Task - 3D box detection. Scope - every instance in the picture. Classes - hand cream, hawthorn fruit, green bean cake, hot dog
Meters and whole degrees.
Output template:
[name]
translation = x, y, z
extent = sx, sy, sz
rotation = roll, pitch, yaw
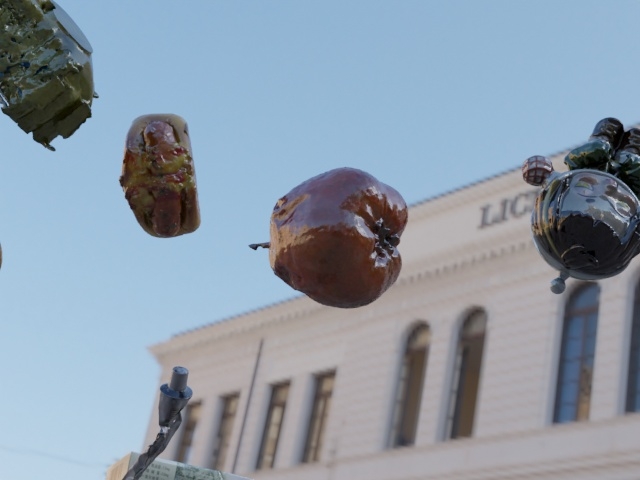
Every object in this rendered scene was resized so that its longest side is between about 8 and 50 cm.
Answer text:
[hand cream]
translation = -0.255, 0.301, 1.862
extent = 0.050, 0.257, 0.084
rotation = 32, 18, 12
[hawthorn fruit]
translation = 0.000, 0.000, 1.782
extent = 0.243, 0.207, 0.207
rotation = -3, -30, 33
[green bean cake]
translation = -0.551, -0.361, 2.271
extent = 0.202, 0.310, 0.285
rotation = -37, -29, -2
[hot dog]
translation = -0.320, -0.127, 2.448
extent = 0.150, 0.256, 0.153
rotation = -7, 7, 4

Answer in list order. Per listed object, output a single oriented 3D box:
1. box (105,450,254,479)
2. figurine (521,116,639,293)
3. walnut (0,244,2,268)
[box]
translation = -0.279, 0.486, 2.383
extent = 0.256, 0.069, 0.164
rotation = 18, -27, -20
[figurine]
translation = 0.473, -0.068, 2.093
extent = 0.281, 0.370, 0.167
rotation = 26, -40, 5
[walnut]
translation = -0.534, 0.030, 1.726
extent = 0.159, 0.159, 0.206
rotation = 22, -52, -19
